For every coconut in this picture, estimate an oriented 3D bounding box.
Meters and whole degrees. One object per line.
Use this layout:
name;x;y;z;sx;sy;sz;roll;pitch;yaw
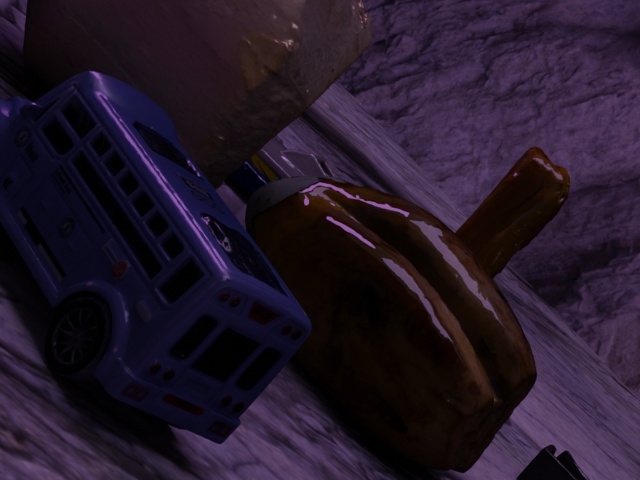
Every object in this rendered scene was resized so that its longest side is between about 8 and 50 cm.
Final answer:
coconut;-0.131;-0.224;1.588;0.309;0.297;0.297;48;9;-5

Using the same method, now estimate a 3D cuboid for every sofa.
sofa;0.286;0.283;1.826;0.147;0.060;0.085;46;9;15

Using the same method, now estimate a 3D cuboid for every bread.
bread;0.178;0.016;1.908;0.077;0.271;0.139;37;8;0

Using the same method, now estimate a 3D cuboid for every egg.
egg;0.000;0.000;1.706;0.164;0.131;0.131;22;4;13

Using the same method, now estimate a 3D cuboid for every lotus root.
lotus root;0.063;0.062;1.503;0.291;0.193;0.193;46;9;11

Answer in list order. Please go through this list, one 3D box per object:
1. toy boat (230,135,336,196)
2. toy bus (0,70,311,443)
toy boat;-0.060;-0.093;1.942;0.295;0.088;0.129;46;9;13
toy bus;-0.132;-0.009;1.104;0.125;0.133;0.292;32;14;-49
